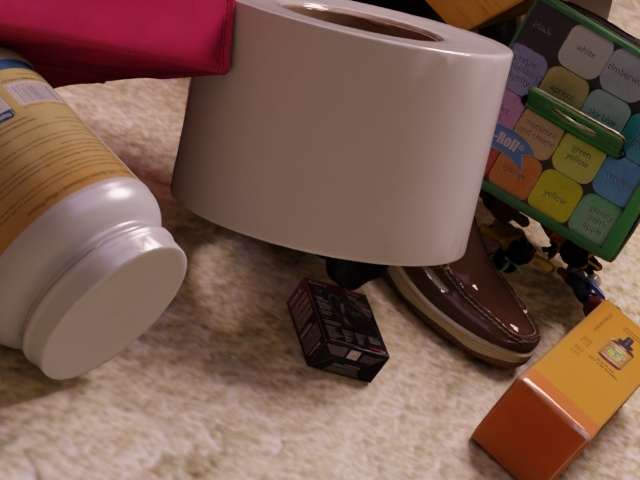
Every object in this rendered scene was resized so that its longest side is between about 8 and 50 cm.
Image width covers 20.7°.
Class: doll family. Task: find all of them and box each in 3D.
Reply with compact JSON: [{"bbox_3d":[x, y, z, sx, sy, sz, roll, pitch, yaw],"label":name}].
[{"bbox_3d":[0.213,0.012,1.644,0.193,0.076,0.111,25,10,-8],"label":"doll family"}]

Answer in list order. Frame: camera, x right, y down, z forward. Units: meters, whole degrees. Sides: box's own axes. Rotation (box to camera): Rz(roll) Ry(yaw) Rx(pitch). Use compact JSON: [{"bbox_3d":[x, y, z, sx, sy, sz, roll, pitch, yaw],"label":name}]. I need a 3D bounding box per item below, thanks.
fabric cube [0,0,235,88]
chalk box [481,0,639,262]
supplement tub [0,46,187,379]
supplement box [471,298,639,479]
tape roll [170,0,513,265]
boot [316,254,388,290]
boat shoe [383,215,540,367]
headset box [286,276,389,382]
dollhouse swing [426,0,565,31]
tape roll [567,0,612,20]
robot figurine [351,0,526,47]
[{"bbox_3d":[-0.235,-0.256,1.297,0.258,0.254,0.259,5,-4,-42],"label":"fabric cube"},{"bbox_3d":[0.236,-0.102,1.579,0.180,0.179,0.289,32,13,10],"label":"chalk box"},{"bbox_3d":[-0.199,-0.019,1.182,0.199,0.144,0.144,46,30,20],"label":"supplement tub"},{"bbox_3d":[0.215,0.126,1.475,0.078,0.080,0.233,42,31,12],"label":"supplement box"},{"bbox_3d":[0.015,-0.094,1.382,0.246,0.169,0.246,11,13,-3],"label":"tape roll"},{"bbox_3d":[0.000,0.000,1.435,0.099,0.045,0.121,25,11,16],"label":"boot"},{"bbox_3d":[0.100,-0.002,1.526,0.257,0.095,0.095,43,29,14],"label":"boat shoe"},{"bbox_3d":[0.012,0.068,1.394,0.062,0.032,0.083,17,32,-31],"label":"headset box"},{"bbox_3d":[0.245,-0.383,1.634,0.315,0.305,0.347,49,40,15],"label":"dollhouse swing"},{"bbox_3d":[0.223,-0.252,1.909,0.072,0.219,0.219,17,33,-26],"label":"tape roll"},{"bbox_3d":[0.092,-0.212,1.751,0.173,0.209,0.278,36,19,29],"label":"robot figurine"}]
